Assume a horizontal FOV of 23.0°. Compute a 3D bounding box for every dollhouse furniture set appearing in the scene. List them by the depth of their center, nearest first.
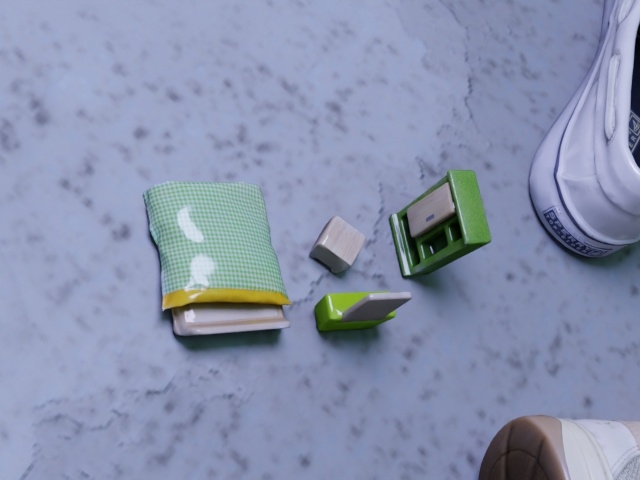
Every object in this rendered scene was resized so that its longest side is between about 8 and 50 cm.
[{"bbox_3d":[0.000,0.000,0.730,0.151,0.058,0.076,-2,71,-29],"label":"dollhouse furniture set"}]

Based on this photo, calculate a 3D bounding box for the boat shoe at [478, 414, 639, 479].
[{"bbox_3d":[0.149,0.223,0.696,0.098,0.109,0.302,2,64,-26],"label":"boat shoe"}]

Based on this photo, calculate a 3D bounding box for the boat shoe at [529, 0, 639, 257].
[{"bbox_3d":[0.197,-0.111,0.863,0.096,0.088,0.267,40,57,-9],"label":"boat shoe"}]
